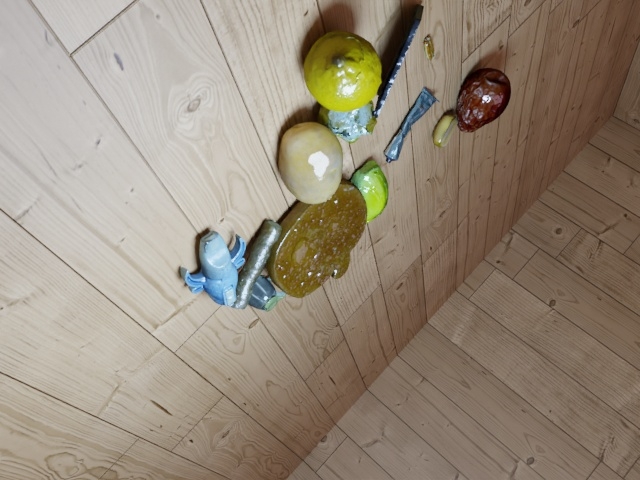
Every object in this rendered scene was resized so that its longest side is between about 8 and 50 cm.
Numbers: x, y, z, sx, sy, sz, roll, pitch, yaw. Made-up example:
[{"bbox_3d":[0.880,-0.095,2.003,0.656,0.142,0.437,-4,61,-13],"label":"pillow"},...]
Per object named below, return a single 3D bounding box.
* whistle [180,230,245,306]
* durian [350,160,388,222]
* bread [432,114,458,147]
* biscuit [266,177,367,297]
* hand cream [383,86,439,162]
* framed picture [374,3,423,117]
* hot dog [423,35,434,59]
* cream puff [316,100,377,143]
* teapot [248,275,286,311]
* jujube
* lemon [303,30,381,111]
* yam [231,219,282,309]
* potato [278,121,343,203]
[{"bbox_3d":[-0.261,0.076,1.721,0.180,0.093,0.269,-32,144,-25],"label":"whistle"},{"bbox_3d":[0.133,-0.130,2.098,0.139,0.101,0.250,2,131,-17],"label":"durian"},{"bbox_3d":[0.412,-0.370,2.289,0.082,0.056,0.115,-8,126,-61],"label":"bread"},{"bbox_3d":[-0.001,-0.001,1.975,0.367,0.063,0.314,-50,139,-11],"label":"biscuit"},{"bbox_3d":[0.274,-0.344,2.093,0.248,0.052,0.075,-55,156,8],"label":"hand cream"},{"bbox_3d":[0.198,-0.456,1.738,0.192,0.018,0.265,-73,-174,-61],"label":"framed picture"},{"bbox_3d":[0.303,-0.539,1.915,0.037,0.021,0.083,-67,156,-16],"label":"hot dog"},{"bbox_3d":[0.059,-0.312,1.708,0.156,0.156,0.121,9,75,-62],"label":"cream puff"},{"bbox_3d":[-0.156,0.151,1.983,0.124,0.091,0.092,-51,157,0],"label":"teapot"},{"bbox_3d":[0.530,-0.458,2.260,0.168,0.168,0.236,-35,162,-32],"label":"jujube"},{"bbox_3d":[0.052,-0.378,1.528,0.193,0.180,0.180,-19,140,-49],"label":"lemon"},{"bbox_3d":[-0.176,0.065,1.827,0.253,0.061,0.061,-64,154,3],"label":"yam"},{"bbox_3d":[-0.020,-0.187,1.679,0.150,0.146,0.234,-29,148,-19],"label":"potato"}]
